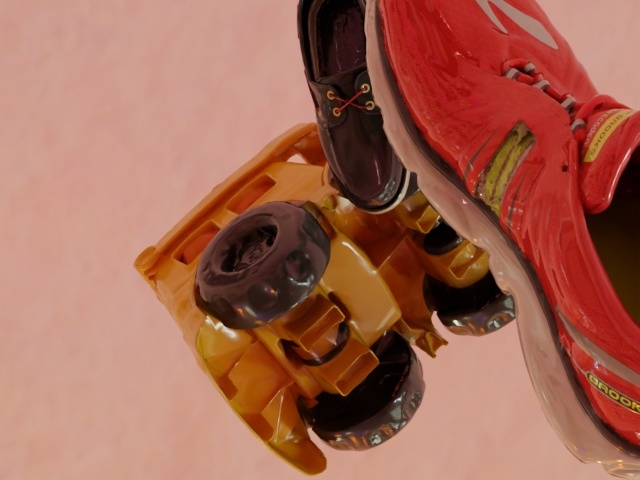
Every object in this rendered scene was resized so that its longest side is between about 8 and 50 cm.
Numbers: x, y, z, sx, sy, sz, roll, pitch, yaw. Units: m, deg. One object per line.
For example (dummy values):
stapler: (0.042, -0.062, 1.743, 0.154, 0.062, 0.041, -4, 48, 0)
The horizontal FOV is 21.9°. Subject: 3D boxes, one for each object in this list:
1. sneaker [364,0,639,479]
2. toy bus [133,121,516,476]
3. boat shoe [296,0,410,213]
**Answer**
sneaker: (0.117, -0.035, 0.727, 0.107, 0.279, 0.118, -19, 157, -25)
toy bus: (0.000, 0.000, 1.008, 0.220, 0.211, 0.149, -42, 123, -7)
boat shoe: (0.015, -0.079, 0.883, 0.049, 0.133, 0.042, -15, 166, 16)
